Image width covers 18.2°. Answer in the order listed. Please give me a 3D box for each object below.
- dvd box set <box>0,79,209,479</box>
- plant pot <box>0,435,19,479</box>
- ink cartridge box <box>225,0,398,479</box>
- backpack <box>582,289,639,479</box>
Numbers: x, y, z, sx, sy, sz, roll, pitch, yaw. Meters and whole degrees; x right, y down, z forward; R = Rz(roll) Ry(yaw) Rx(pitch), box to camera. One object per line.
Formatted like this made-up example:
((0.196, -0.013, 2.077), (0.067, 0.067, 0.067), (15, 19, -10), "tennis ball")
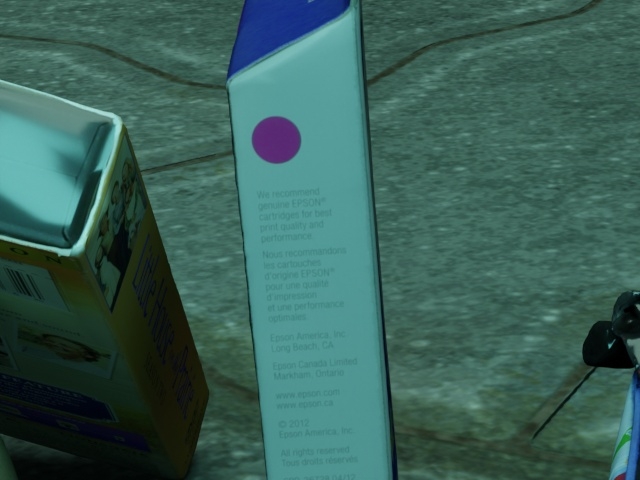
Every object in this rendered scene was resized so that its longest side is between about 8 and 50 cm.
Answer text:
((-0.217, 0.005, 0.918), (0.307, 0.062, 0.420), (14, -17, 7), "dvd box set")
((-0.222, 0.137, 0.780), (0.284, 0.284, 0.191), (9, -10, 28), "plant pot")
((0.000, 0.000, 0.908), (0.069, 0.371, 0.176), (-2, 19, 2), "ink cartridge box")
((0.221, 0.137, 0.748), (0.276, 0.213, 0.263), (-2, 11, 19), "backpack")
